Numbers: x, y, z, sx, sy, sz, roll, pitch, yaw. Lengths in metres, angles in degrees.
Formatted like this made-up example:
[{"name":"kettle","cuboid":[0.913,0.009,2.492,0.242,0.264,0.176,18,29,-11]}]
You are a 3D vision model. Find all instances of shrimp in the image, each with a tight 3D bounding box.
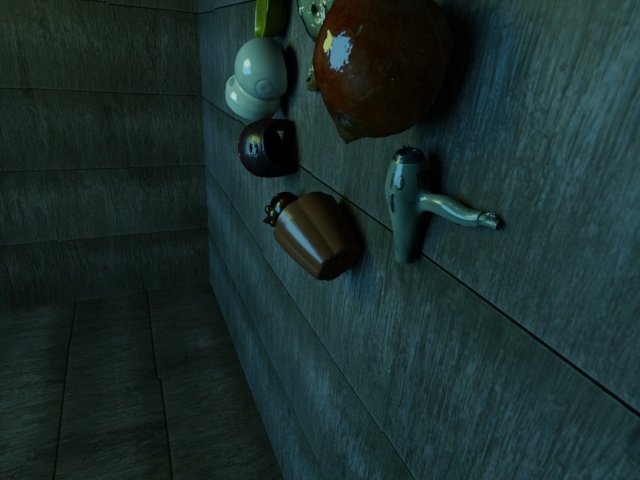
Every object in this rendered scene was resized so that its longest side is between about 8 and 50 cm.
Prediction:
[{"name":"shrimp","cuboid":[-0.004,-0.454,1.104,0.162,0.045,0.095,-168,94,-71]}]

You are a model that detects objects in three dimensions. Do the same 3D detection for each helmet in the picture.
[{"name":"helmet","cuboid":[-0.175,-0.302,1.372,0.216,0.193,0.189,-48,-48,-82]}]

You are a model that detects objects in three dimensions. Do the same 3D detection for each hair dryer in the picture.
[{"name":"hair dryer","cuboid":[0.191,-0.026,0.739,0.225,0.088,0.219,48,148,30]}]

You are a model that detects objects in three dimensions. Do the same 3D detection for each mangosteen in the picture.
[{"name":"mangosteen","cuboid":[-0.124,-0.092,1.342,0.140,0.140,0.140,173,90,-67]}]

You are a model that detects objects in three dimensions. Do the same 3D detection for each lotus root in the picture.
[{"name":"lotus root","cuboid":[0.029,-0.556,0.941,0.183,0.077,0.204,-22,83,52]}]

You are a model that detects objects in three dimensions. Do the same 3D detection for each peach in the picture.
[{"name":"peach","cuboid":[0.090,-0.281,0.686,0.257,0.232,0.232,-56,43,32]}]

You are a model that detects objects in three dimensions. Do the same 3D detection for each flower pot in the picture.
[{"name":"flower pot","cuboid":[0.000,0.000,1.043,0.173,0.190,0.191,54,145,31]}]

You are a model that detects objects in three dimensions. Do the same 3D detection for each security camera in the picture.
[{"name":"security camera","cuboid":[-0.192,-0.527,1.322,0.236,0.194,0.195,-56,46,49]}]

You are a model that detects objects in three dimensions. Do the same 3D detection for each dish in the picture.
[{"name":"dish","cuboid":[-0.153,-0.714,1.312,0.207,0.080,0.149,162,104,-68]}]
